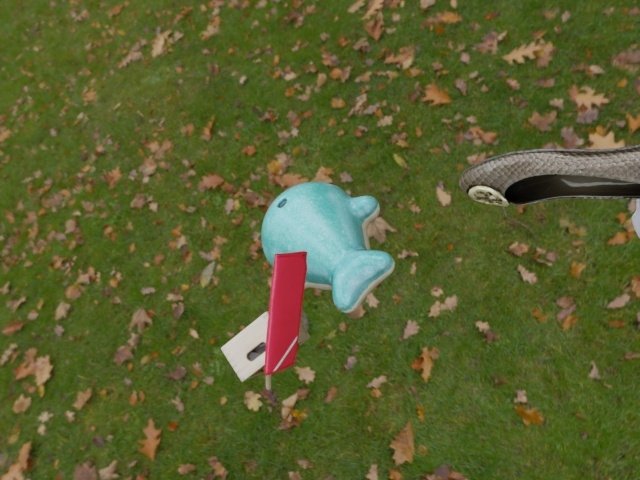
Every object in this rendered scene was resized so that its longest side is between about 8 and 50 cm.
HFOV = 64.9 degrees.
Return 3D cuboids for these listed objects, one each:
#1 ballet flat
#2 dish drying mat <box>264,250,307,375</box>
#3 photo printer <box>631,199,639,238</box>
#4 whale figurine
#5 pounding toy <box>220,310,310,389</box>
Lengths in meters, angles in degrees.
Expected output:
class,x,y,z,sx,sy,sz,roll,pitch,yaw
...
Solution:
class,x,y,z,sx,sy,sz,roll,pitch,yaw
ballet flat,0.260,-0.058,0.510,0.250,0.084,0.058,-2,76,37
dish drying mat,-0.023,0.049,0.345,0.008,0.032,0.083,14,102,38
photo printer,0.525,-0.006,0.523,0.256,0.107,0.307,-22,41,-10
whale figurine,0.000,0.000,0.781,0.216,0.141,0.272,-44,32,0
pounding toy,-0.096,0.204,0.910,0.141,0.130,0.100,-40,76,12
